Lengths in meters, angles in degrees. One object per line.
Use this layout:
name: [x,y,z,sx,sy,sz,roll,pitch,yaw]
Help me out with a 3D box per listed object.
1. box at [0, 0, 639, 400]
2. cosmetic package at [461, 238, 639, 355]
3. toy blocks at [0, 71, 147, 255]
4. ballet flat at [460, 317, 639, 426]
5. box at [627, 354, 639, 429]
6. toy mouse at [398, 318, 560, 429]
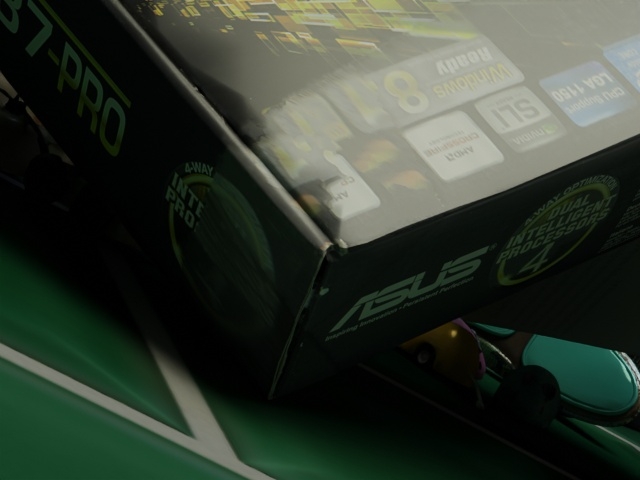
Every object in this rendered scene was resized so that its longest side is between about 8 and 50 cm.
box: [0.048,-0.130,0.759,0.395,0.097,0.318,-20,60,-34]
cosmetic package: [0.219,-0.030,0.965,0.224,0.138,0.224,12,-24,-8]
toy blocks: [-0.063,-0.142,0.923,0.288,0.260,0.309,33,4,27]
ballet flat: [0.146,0.076,1.192,0.188,0.070,0.070,37,7,29]
box: [0.223,0.071,1.430,0.153,0.108,0.207,33,5,33]
toy mouse: [0.099,0.074,1.043,0.143,0.031,0.161,27,5,-41]
